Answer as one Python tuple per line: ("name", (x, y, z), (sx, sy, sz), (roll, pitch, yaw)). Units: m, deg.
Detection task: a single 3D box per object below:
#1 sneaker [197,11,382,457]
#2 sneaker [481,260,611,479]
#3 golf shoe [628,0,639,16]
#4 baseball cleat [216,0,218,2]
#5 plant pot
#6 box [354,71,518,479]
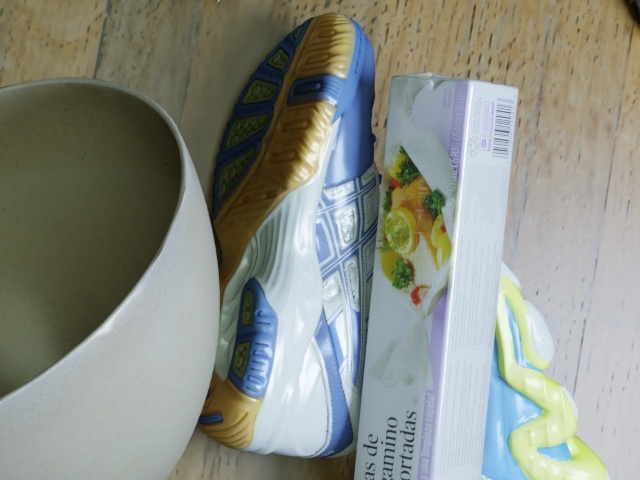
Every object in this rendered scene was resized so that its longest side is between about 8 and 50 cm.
("sneaker", (0.000, 0.000, 1.073), (0.131, 0.112, 0.296), (18, 80, -33))
("sneaker", (0.102, 0.113, 1.080), (0.126, 0.091, 0.240), (-29, 93, -13))
("golf shoe", (0.263, -0.208, 1.129), (0.273, 0.120, 0.105), (38, 77, -9))
("baseball cleat", (-0.112, -0.258, 1.070), (0.206, 0.072, 0.109), (39, 72, -11))
("plant pot", (-0.175, 0.066, 0.954), (0.284, 0.284, 0.191), (-37, 132, -13))
("box", (0.071, 0.056, 1.024), (0.067, 0.063, 0.323), (0, 96, -54))
